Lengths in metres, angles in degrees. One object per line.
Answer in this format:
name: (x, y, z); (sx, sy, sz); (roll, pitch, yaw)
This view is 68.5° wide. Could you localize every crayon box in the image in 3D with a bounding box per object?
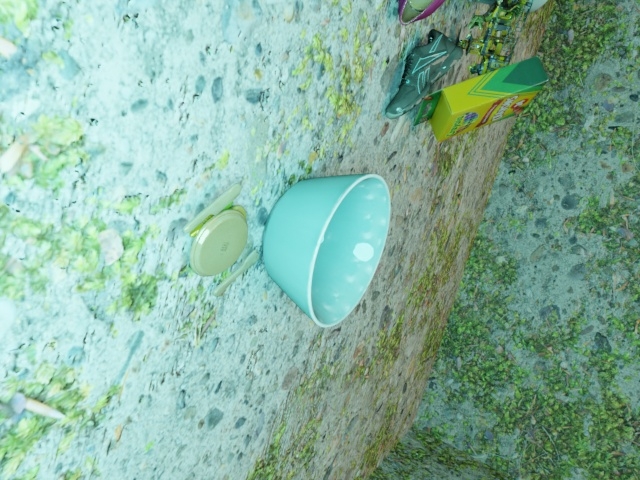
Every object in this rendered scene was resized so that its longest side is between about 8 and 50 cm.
crayon box: (0.429, -0.375, 1.297); (0.202, 0.318, 0.081); (66, 5, -81)

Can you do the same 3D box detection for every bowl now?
bowl: (0.000, 0.000, 0.938); (0.311, 0.163, 0.312); (-40, 140, -45)

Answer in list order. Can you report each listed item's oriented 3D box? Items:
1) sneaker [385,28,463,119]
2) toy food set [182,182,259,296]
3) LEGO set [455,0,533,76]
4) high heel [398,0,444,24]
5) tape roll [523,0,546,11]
sneaker: (0.245, -0.423, 1.202); (0.267, 0.106, 0.101); (-49, -166, -9)
toy food set: (-0.168, -0.001, 0.776); (0.132, 0.038, 0.192); (-45, 150, -28)
LEGO set: (0.447, -0.617, 1.302); (0.331, 0.192, 0.255); (98, 5, -50)
high heel: (0.291, -0.600, 0.943); (0.181, 0.127, 0.377); (-64, -172, -27)
tape roll: (0.603, -0.864, 1.336); (0.392, 0.072, 0.392); (180, -90, -86)
